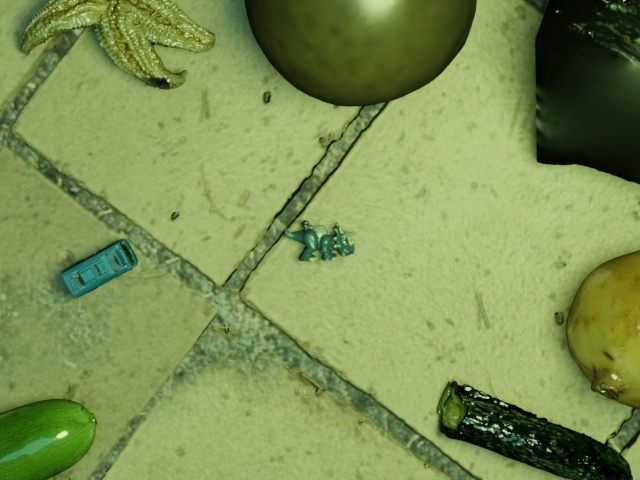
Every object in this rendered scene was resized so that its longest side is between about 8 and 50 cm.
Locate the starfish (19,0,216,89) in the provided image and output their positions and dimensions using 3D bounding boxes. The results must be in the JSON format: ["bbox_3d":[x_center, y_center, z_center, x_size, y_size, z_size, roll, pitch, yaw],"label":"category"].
[{"bbox_3d":[-0.237,-0.265,1.461,0.216,0.071,0.238,-44,88,-3],"label":"starfish"}]

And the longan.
[{"bbox_3d":[0.042,-0.271,1.375,0.258,0.258,0.258,0,95,-1],"label":"longan"}]

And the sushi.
[{"bbox_3d":[0.366,-0.195,1.402,0.227,0.215,0.212,13,61,17],"label":"sushi"}]

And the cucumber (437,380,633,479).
[{"bbox_3d":[0.254,0.235,1.507,0.245,0.067,0.067,21,94,-1],"label":"cucumber"}]

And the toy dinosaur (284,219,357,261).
[{"bbox_3d":[0.000,0.000,1.501,0.083,0.030,0.047,0,94,-2],"label":"toy dinosaur"}]

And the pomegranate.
[{"bbox_3d":[0.363,0.107,1.443,0.196,0.196,0.196,0,95,-1],"label":"pomegranate"}]

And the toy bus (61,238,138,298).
[{"bbox_3d":[-0.253,0.032,1.492,0.083,0.046,0.038,-28,95,2],"label":"toy bus"}]

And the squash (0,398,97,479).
[{"bbox_3d":[-0.434,0.274,1.484,0.379,0.101,0.101,-20,95,2],"label":"squash"}]
